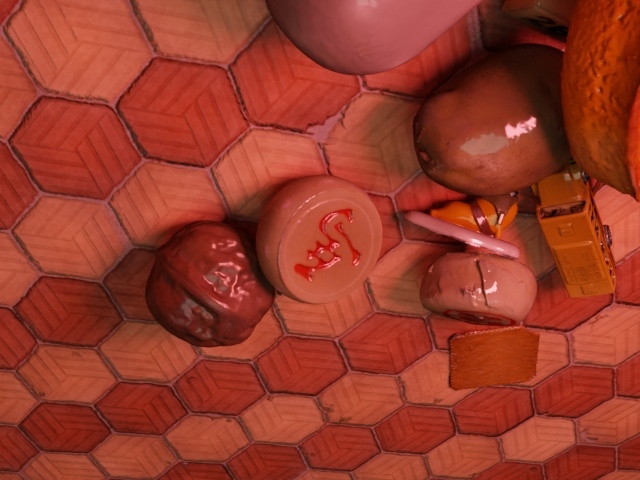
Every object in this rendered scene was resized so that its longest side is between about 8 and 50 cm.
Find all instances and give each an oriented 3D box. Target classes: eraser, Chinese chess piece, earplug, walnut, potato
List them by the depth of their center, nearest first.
[{"bbox_3d":[0.106,-0.428,1.009,0.313,0.312,0.394,35,121,-28],"label":"earplug"},{"bbox_3d":[0.411,-0.384,1.185,0.172,0.117,0.058,19,97,-19],"label":"eraser"},{"bbox_3d":[0.329,-0.207,1.261,0.326,0.221,0.243,-32,134,3],"label":"potato"},{"bbox_3d":[0.000,0.000,1.413,0.273,0.102,0.273,-12,116,-27],"label":"Chinese chess piece"},{"bbox_3d":[-0.231,0.094,1.461,0.273,0.227,0.273,1,128,1],"label":"walnut"}]

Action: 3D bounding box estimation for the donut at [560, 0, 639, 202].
[{"bbox_3d":[0.522,-0.252,1.112,0.435,0.163,0.377,1,109,-46],"label":"donut"}]

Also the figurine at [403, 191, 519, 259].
[{"bbox_3d":[0.313,-0.065,1.450,0.250,0.166,0.141,19,97,3],"label":"figurine"}]

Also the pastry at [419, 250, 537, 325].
[{"bbox_3d":[0.343,0.109,1.526,0.265,0.133,0.265,11,167,2],"label":"pastry"}]

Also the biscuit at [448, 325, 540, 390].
[{"bbox_3d":[0.454,0.309,1.828,0.237,0.013,0.232,-8,129,1],"label":"biscuit"}]

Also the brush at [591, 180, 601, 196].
[{"bbox_3d":[0.580,-0.130,1.440,0.043,0.014,0.170,-36,156,-15],"label":"brush"}]

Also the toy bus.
[{"bbox_3d":[0.533,-0.022,1.472,0.121,0.123,0.335,-9,133,31],"label":"toy bus"}]
